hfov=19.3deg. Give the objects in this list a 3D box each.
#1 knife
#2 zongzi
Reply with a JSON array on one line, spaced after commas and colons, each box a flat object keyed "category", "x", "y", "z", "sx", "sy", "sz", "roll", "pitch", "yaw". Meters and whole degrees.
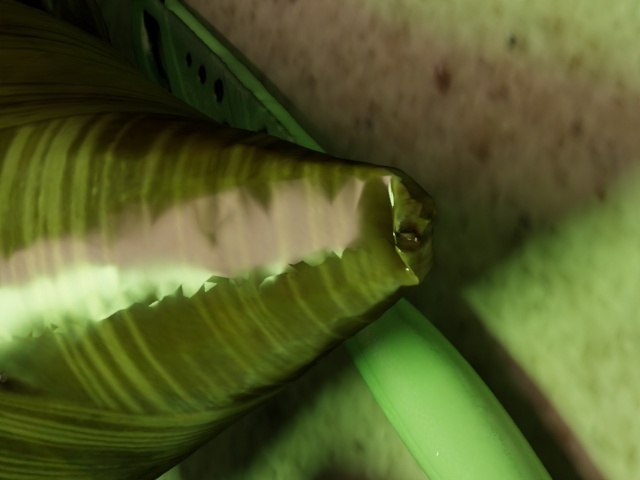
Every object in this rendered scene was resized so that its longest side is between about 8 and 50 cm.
[{"category": "knife", "x": 0.002, "y": 0.000, "z": 0.523, "sx": 0.293, "sy": 0.020, "sz": 0.043, "roll": 51, "pitch": 136, "yaw": 48}, {"category": "zongzi", "x": -0.074, "y": -0.037, "z": 0.535, "sx": 0.288, "sy": 0.134, "sz": 0.286, "roll": -32, "pitch": 43, "yaw": 37}]
